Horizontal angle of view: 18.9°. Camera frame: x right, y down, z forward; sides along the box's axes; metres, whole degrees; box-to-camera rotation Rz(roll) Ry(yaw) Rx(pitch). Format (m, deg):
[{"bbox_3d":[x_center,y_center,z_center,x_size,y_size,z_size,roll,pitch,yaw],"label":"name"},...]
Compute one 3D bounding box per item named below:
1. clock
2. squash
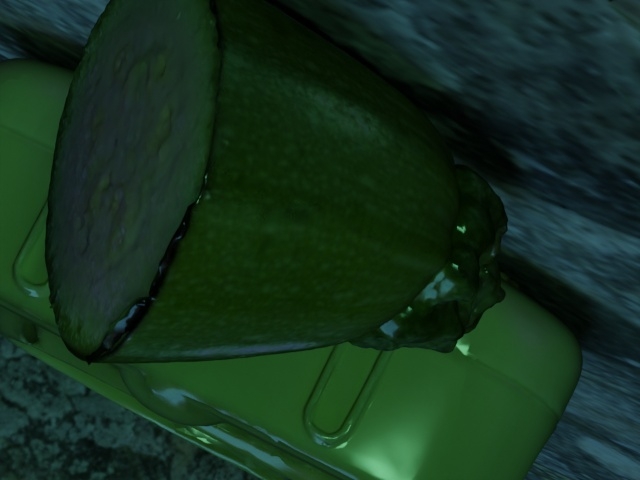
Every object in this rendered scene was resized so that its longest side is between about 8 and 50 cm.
[{"bbox_3d":[-0.021,0.042,0.762,0.235,0.096,0.308,25,172,9],"label":"clock"},{"bbox_3d":[0.006,-0.007,0.498,0.132,0.105,0.105,14,177,-26],"label":"squash"}]
